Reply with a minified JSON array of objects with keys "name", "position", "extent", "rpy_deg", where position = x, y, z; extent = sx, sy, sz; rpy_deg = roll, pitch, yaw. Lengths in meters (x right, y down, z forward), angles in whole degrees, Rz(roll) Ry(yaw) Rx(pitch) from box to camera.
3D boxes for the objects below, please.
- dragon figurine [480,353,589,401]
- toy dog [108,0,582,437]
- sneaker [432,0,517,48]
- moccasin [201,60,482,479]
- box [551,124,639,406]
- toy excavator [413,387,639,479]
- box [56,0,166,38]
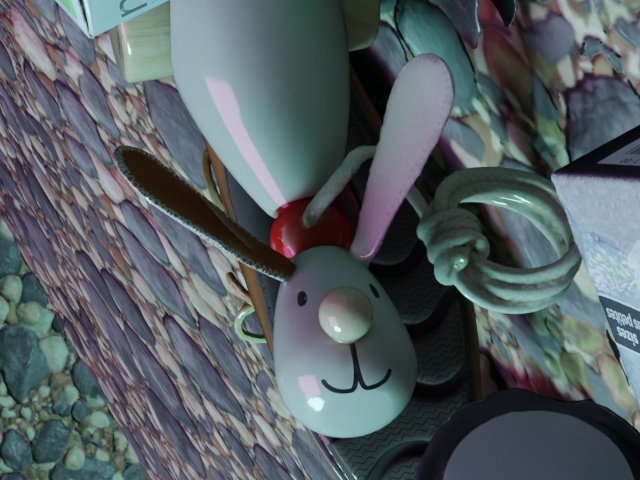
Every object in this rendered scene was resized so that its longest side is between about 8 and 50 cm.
[{"name":"dragon figurine","position":[0.151,0.190,0.978],"extent":[0.289,0.085,0.144],"rpy_deg":[61,163,9]},{"name":"toy dog","position":[-0.015,-0.080,0.791],"extent":[0.333,0.220,0.161],"rpy_deg":[50,161,26]},{"name":"sneaker","position":[0.037,-0.178,0.779],"extent":[0.170,0.051,0.089],"rpy_deg":[40,149,36]},{"name":"moccasin","position":[-0.003,0.001,0.972],"extent":[0.380,0.139,0.147],"rpy_deg":[62,172,16]},{"name":"box","position":[0.216,0.014,0.452],"extent":[0.247,0.163,0.142],"rpy_deg":[10,126,65]},{"name":"toy excavator","position":[0.263,0.282,0.587],"extent":[0.222,0.433,0.445],"rpy_deg":[86,175,-52]},{"name":"box","position":[-0.086,-0.255,0.702],"extent":[0.262,0.231,0.126],"rpy_deg":[46,156,31]}]
